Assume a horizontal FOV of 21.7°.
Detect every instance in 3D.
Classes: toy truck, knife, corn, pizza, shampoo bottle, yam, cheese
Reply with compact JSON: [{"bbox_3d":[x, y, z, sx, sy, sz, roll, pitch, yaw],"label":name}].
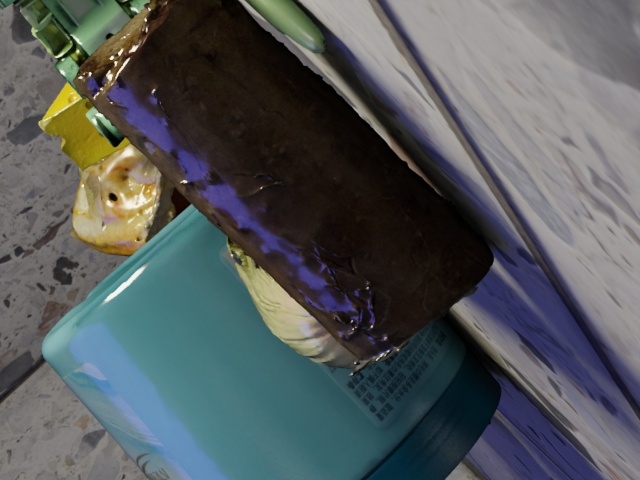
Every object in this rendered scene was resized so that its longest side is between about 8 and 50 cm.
[{"bbox_3d":[-0.239,-0.226,1.644,0.259,0.128,0.135,51,176,-37],"label":"toy truck"},{"bbox_3d":[-0.083,-0.196,1.058,0.293,0.020,0.043,45,177,32],"label":"knife"},{"bbox_3d":[0.000,0.004,1.282,0.122,0.123,0.305,35,-171,-19],"label":"corn"},{"bbox_3d":[-0.232,-0.123,1.967,0.071,0.297,0.189,-1,-164,-41],"label":"pizza"},{"bbox_3d":[-0.051,0.125,1.666,0.342,0.331,0.331,49,176,-6],"label":"shampoo bottle"},{"bbox_3d":[-0.020,-0.042,1.055,0.280,0.131,0.131,44,177,-12],"label":"yam"},{"bbox_3d":[-0.229,-0.162,1.854,0.126,0.171,0.093,43,175,41],"label":"cheese"}]

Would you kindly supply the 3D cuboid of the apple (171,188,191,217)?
[{"bbox_3d":[-0.112,0.004,2.065,0.230,0.230,0.230,47,176,4],"label":"apple"}]
